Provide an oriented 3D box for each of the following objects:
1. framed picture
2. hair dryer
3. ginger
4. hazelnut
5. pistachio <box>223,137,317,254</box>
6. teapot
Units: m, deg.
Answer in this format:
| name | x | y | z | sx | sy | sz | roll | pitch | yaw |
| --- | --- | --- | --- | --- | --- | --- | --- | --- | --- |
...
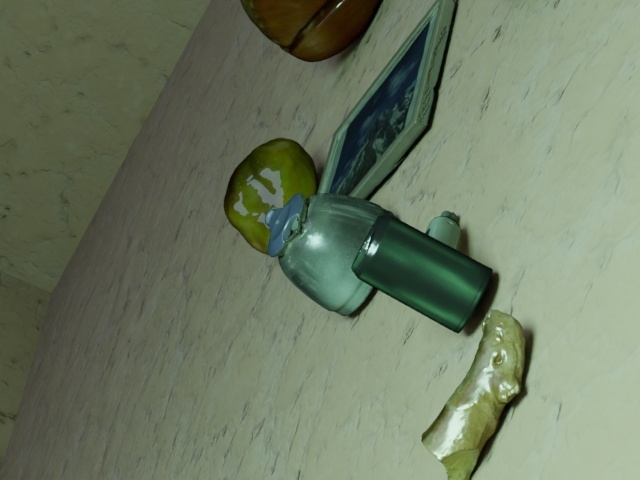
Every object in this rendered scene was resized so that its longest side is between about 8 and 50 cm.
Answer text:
| name | x | y | z | sx | sy | sz | roll | pitch | yaw |
| --- | --- | --- | --- | --- | --- | --- | --- | --- | --- |
| framed picture | 0.060 | -0.116 | 1.817 | 0.281 | 0.019 | 0.209 | -51 | 19 | 47 |
| hair dryer | 0.088 | 0.005 | 1.372 | 0.057 | 0.100 | 0.198 | -60 | -1 | 18 |
| ginger | 0.105 | 0.115 | 1.178 | 0.137 | 0.044 | 0.057 | -62 | -5 | 3 |
| hazelnut | 0.000 | -0.333 | 2.131 | 0.208 | 0.208 | 0.208 | -59 | 15 | 25 |
| pistachio | -0.053 | -0.059 | 1.972 | 0.189 | 0.100 | 0.110 | -85 | 19 | -59 |
| teapot | 0.005 | -0.007 | 1.635 | 0.111 | 0.108 | 0.149 | -56 | 16 | 28 |
